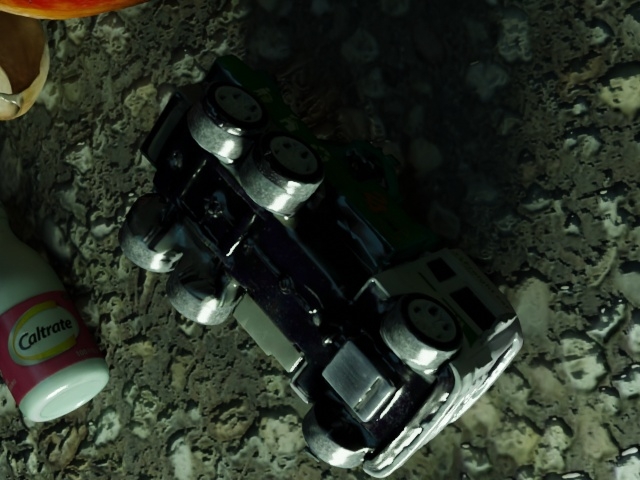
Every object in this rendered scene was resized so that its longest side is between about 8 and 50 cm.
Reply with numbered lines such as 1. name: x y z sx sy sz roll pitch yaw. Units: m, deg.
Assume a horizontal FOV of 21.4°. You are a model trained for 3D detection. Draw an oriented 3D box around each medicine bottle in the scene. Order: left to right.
1. medicine bottle: -0.283 0.057 1.577 0.090 0.090 0.217 -41 72 29

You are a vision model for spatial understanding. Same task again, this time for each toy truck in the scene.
1. toy truck: -0.003 0.003 1.333 0.363 0.178 0.176 50 128 19

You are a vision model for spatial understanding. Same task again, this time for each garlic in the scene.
1. garlic: -0.315 -0.182 1.569 0.206 0.128 0.115 30 69 22

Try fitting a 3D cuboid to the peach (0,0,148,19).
1. peach: -0.228 -0.360 1.352 0.372 0.290 0.373 11 133 12
